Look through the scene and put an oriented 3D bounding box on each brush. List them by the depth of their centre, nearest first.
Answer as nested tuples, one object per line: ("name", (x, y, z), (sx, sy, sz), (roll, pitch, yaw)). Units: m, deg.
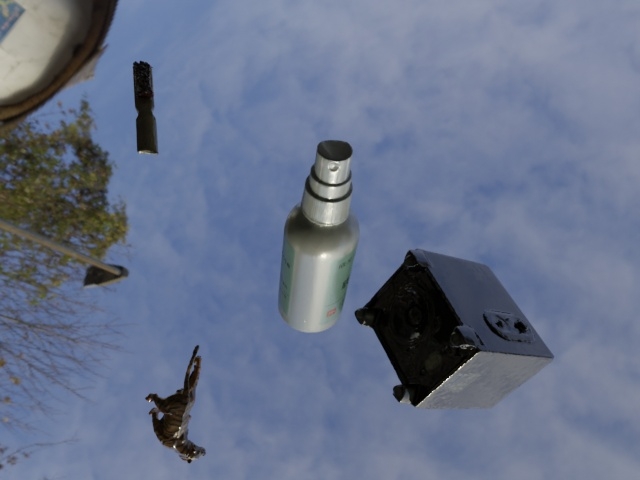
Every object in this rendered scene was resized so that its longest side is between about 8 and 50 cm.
("brush", (-0.351, -0.271, 1.159), (0.043, 0.036, 0.247), (-4, -123, -15))

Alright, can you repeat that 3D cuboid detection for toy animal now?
("toy animal", (-0.295, 0.340, 1.225), (0.116, 0.114, 0.255), (37, -59, 51))

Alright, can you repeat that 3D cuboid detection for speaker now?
("speaker", (0.234, 0.157, 1.041), (0.184, 0.254, 0.232), (-52, -136, 28))

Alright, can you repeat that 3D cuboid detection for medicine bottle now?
("medicine bottle", (0.000, 0.000, 0.852), (0.110, 0.351, 0.110), (4, -131, -4))
